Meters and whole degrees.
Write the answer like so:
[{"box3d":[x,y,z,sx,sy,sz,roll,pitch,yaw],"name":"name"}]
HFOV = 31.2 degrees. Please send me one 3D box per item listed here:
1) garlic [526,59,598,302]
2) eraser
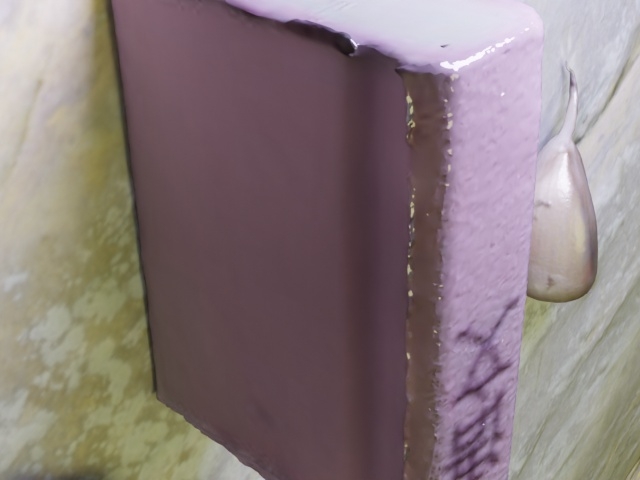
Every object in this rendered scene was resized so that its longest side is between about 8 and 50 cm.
[{"box3d":[0.249,-0.039,1.208,0.129,0.148,0.266,-6,129,-9],"name":"garlic"},{"box3d":[0.000,0.000,0.748,0.122,0.272,0.359,-29,131,-37],"name":"eraser"}]
